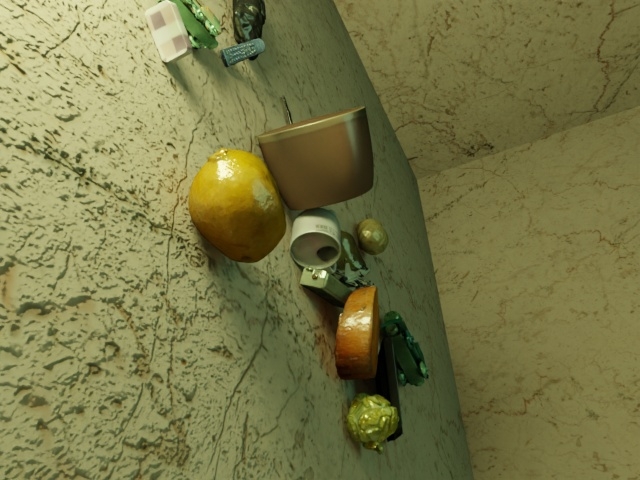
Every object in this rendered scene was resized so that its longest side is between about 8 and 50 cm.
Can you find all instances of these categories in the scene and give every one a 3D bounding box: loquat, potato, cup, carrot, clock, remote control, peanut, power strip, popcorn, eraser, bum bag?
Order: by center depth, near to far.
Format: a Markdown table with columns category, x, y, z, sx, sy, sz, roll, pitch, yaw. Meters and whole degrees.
| category | x | y | z | sx | sy | sz | roll | pitch | yaw |
| --- | --- | --- | --- | --- | --- | --- | --- | --- | --- |
| loquat | -0.151 | -0.059 | 0.986 | 0.187 | 0.176 | 0.234 | -84 | 161 | -49 |
| eraser | -0.300 | -0.412 | 1.046 | 0.026 | 0.065 | 0.105 | -42 | 112 | -71 |
| remote control | -0.200 | -0.490 | 1.372 | 0.152 | 0.027 | 0.044 | -41 | 128 | -44 |
| popcorn | 0.140 | 0.478 | 1.400 | 0.141 | 0.135 | 0.162 | 54 | 23 | -60 |
| cup | 0.005 | -0.009 | 1.418 | 0.173 | 0.134 | 0.142 | 31 | 35 | -22 |
| power strip | 0.029 | 0.138 | 1.462 | 0.272 | 0.078 | 0.052 | 42 | 61 | -58 |
| carrot | 0.115 | 0.254 | 1.473 | 0.307 | 0.100 | 0.259 | -43 | 137 | -74 |
| bum bag | -0.202 | -0.664 | 1.503 | 0.144 | 0.095 | 0.341 | 73 | 13 | -53 |
| clock | 0.200 | 0.457 | 1.599 | 0.273 | 0.049 | 0.279 | 86 | 0 | -64 |
| potato | 0.095 | 0.053 | 1.729 | 0.200 | 0.081 | 0.164 | 65 | 21 | -17 |
| peanut | 0.199 | -0.018 | 2.033 | 0.159 | 0.109 | 0.141 | -85 | 152 | -45 |

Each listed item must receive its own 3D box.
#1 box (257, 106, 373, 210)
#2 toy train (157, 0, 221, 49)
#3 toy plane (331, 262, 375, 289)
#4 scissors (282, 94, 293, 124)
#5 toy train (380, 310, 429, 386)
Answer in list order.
| category | x | y | z | sx | sy | sz | roll | pitch | yaw |
| --- | --- | --- | --- | --- | --- | --- | --- | --- | --- |
| box | 0.005 | -0.216 | 1.399 | 0.301 | 0.300 | 0.216 | -55 | 130 | -67 |
| toy train | -0.290 | -0.501 | 1.156 | 0.176 | 0.074 | 0.118 | 43 | 25 | -48 |
| toy plane | 0.105 | 0.114 | 1.612 | 0.234 | 0.160 | 0.082 | 17 | 94 | -66 |
| scissors | -0.073 | -0.306 | 1.653 | 0.160 | 0.024 | 0.318 | -4 | 78 | -71 |
| toy train | 0.313 | 0.404 | 1.990 | 0.194 | 0.120 | 0.298 | -88 | 154 | -61 |
